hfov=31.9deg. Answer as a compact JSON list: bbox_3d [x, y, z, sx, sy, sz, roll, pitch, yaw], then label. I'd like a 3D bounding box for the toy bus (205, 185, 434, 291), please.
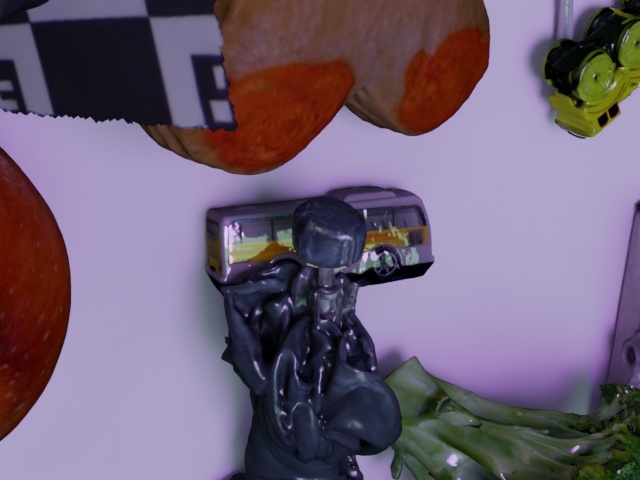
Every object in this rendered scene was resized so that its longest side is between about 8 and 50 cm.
[{"bbox_3d":[0.000,0.000,0.848,0.172,0.057,0.072,-8,104,-19],"label":"toy bus"}]

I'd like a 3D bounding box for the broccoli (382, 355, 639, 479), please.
[{"bbox_3d":[0.144,0.207,0.910,0.269,0.254,0.269,2,97,13],"label":"broccoli"}]

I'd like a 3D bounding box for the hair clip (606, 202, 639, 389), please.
[{"bbox_3d":[0.302,0.127,0.998,0.085,0.101,0.330,-5,114,-24],"label":"hair clip"}]

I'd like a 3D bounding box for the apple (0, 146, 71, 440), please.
[{"bbox_3d":[-0.277,0.021,0.644,0.272,0.206,0.251,20,131,-28],"label":"apple"}]

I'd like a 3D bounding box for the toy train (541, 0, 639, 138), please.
[{"bbox_3d":[0.280,-0.182,0.887,0.250,0.053,0.085,-39,131,-10],"label":"toy train"}]

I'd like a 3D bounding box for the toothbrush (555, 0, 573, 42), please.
[{"bbox_3d":[0.187,-0.217,0.859,0.017,0.022,0.204,-12,117,-14],"label":"toothbrush"}]

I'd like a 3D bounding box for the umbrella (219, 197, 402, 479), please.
[{"bbox_3d":[-0.012,0.126,0.827,0.143,0.094,0.348,8,126,0],"label":"umbrella"}]

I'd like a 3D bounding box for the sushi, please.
[{"bbox_3d":[-0.216,-0.220,0.541,0.100,0.296,0.372,-39,129,-50],"label":"sushi"}]

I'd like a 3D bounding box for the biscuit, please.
[{"bbox_3d":[0.017,-0.238,0.657,0.368,0.076,0.393,-19,121,-49],"label":"biscuit"}]
